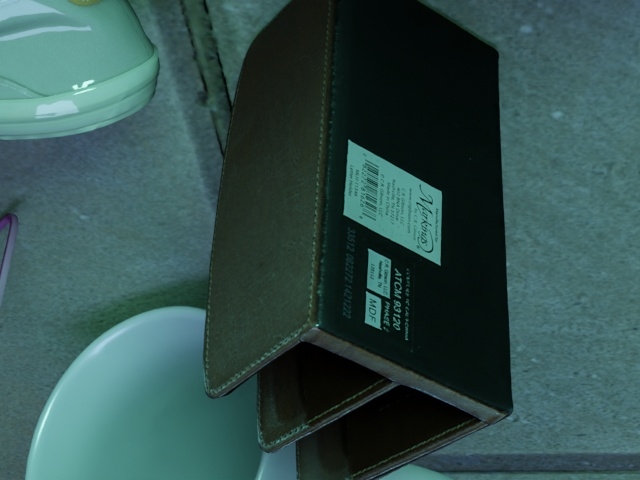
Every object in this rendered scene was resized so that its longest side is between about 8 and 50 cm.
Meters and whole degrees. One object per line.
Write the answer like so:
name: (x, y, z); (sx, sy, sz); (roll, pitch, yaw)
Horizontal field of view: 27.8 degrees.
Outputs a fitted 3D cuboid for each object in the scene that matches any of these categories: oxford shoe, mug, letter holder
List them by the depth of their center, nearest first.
oxford shoe: (-0.329, -0.142, 0.866); (0.449, 0.169, 0.130); (-1, 119, 12)
letter holder: (0.000, 0.000, 0.890); (0.152, 0.301, 0.214); (26, 139, -28)
mug: (-0.034, 0.245, 1.240); (0.374, 0.276, 0.328); (-5, 153, 32)

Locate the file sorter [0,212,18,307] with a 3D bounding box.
file sorter: (-0.418, 0.028, 1.052); (0.291, 0.202, 0.182); (25, 137, -27)
